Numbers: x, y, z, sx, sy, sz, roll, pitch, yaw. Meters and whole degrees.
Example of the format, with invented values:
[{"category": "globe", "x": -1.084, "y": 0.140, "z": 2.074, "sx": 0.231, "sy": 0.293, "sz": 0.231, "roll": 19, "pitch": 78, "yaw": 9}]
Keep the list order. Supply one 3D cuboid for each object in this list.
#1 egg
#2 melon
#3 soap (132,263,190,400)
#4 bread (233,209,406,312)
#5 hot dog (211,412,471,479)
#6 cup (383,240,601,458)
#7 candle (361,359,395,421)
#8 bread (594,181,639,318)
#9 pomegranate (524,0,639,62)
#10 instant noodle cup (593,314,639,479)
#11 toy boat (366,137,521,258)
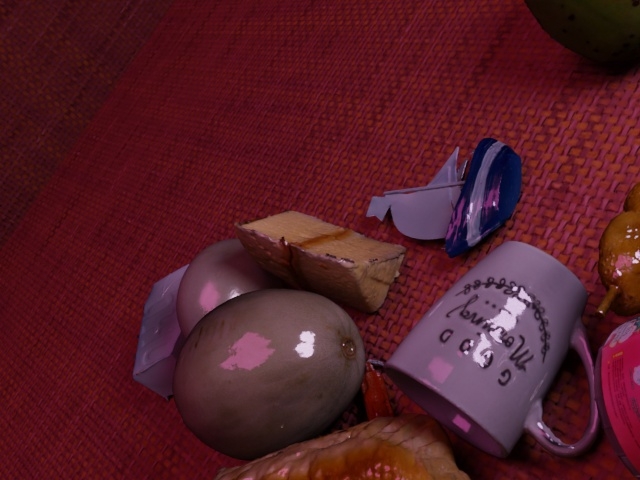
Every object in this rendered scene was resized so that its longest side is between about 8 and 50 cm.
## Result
[{"category": "egg", "x": -0.158, "y": 0.104, "z": 1.511, "sx": 0.187, "sy": 0.186, "sz": 0.253, "roll": -25, "pitch": 36, "yaw": 31}, {"category": "melon", "x": -0.081, "y": 0.198, "z": 1.293, "sx": 0.308, "sy": 0.271, "sz": 0.271, "roll": -28, "pitch": 39, "yaw": 4}, {"category": "soap", "x": -0.281, "y": 0.177, "z": 1.663, "sx": 0.145, "sy": 0.091, "sz": 0.230, "roll": -31, "pitch": 39, "yaw": 25}, {"category": "bread", "x": 0.000, "y": 0.000, "z": 1.370, "sx": 0.240, "sy": 0.178, "sz": 0.135, "roll": 20, "pitch": 71, "yaw": 22}, {"category": "hot dog", "x": 0.036, "y": 0.394, "z": 1.057, "sx": 0.365, "sy": 0.196, "sz": 0.367, "roll": -33, "pitch": 45, "yaw": 26}, {"category": "cup", "x": 0.251, "y": 0.148, "z": 1.078, "sx": 0.258, "sy": 0.186, "sz": 0.234, "roll": 35, "pitch": 77, "yaw": 25}, {"category": "candle", "x": 0.087, "y": 0.229, "z": 1.259, "sx": 0.048, "sy": 0.053, "sz": 0.162, "roll": -38, "pitch": 33, "yaw": 17}, {"category": "bread", "x": 0.394, "y": -0.008, "z": 0.992, "sx": 0.084, "sy": 0.124, "sz": 0.344, "roll": -9, "pitch": 25, "yaw": 45}, {"category": "pomegranate", "x": 0.420, "y": -0.420, "z": 1.312, "sx": 0.285, "sy": 0.285, "sz": 0.340, "roll": -49, "pitch": 13, "yaw": 3}, {"category": "instant noodle cup", "x": 0.395, "y": 0.151, "z": 0.855, "sx": 0.182, "sy": 0.258, "sz": 0.302, "roll": -30, "pitch": 41, "yaw": 47}, {"category": "toy boat", "x": 0.206, "y": -0.086, "z": 1.392, "sx": 0.210, "sy": 0.070, "sz": 0.292, "roll": -52, "pitch": 33, "yaw": -6}]
